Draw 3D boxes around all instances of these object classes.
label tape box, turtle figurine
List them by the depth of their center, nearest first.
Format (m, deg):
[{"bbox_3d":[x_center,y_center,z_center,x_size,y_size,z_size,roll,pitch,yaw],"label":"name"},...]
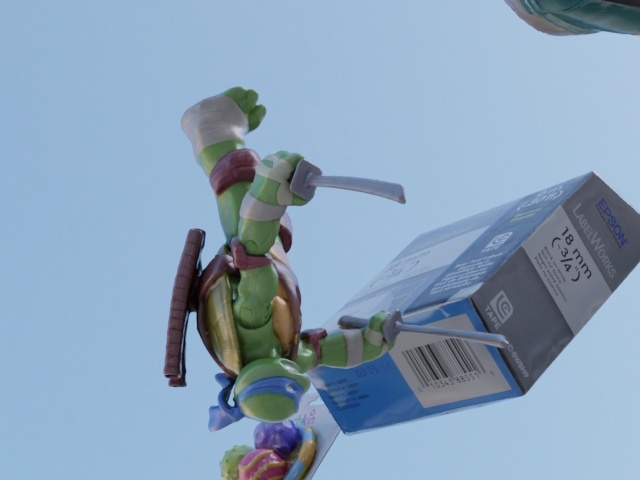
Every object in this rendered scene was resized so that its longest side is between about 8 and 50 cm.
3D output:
[{"bbox_3d":[0.000,0.000,1.012,0.197,0.266,0.275,22,-56,-38],"label":"turtle figurine"},{"bbox_3d":[0.166,0.034,1.239,0.240,0.333,0.106,-22,-77,48],"label":"label tape box"}]

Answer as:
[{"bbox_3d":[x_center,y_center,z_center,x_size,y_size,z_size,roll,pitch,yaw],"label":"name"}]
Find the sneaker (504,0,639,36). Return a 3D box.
[{"bbox_3d":[0.221,-0.165,0.766,0.302,0.121,0.108,0,-86,-47],"label":"sneaker"}]

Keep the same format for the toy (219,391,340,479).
[{"bbox_3d":[-0.066,0.232,1.275,0.056,0.137,0.237,41,-120,-22],"label":"toy"}]
